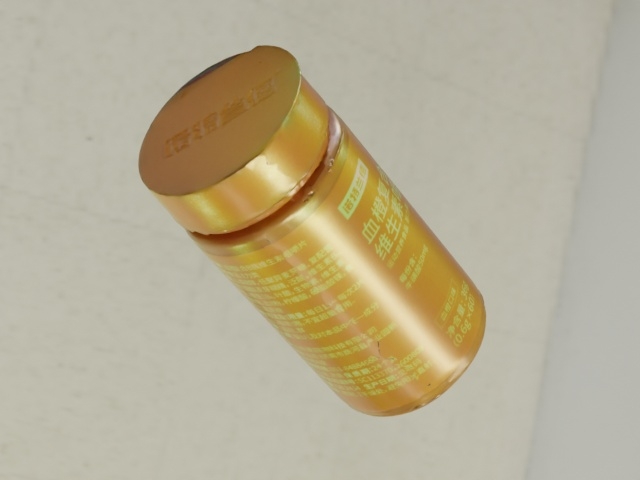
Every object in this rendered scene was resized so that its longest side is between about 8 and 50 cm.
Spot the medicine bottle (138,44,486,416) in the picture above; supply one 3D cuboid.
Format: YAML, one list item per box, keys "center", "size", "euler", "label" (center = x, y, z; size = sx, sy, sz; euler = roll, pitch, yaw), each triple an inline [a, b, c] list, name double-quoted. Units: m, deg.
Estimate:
- center: [0.000, 0.000, 0.964]
  size: [0.192, 0.096, 0.096]
  euler: [50, 60, -36]
  label: "medicine bottle"
